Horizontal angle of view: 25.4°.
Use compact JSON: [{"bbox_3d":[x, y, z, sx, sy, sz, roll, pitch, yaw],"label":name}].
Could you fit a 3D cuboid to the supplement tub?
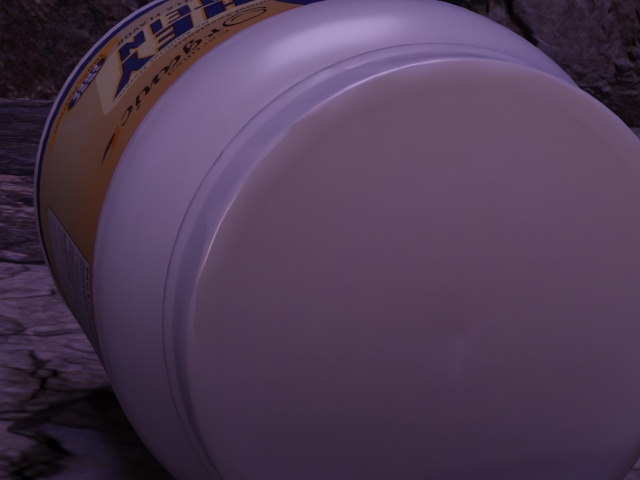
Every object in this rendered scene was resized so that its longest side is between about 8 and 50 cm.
[{"bbox_3d":[0.000,0.000,0.641,0.228,0.228,0.316,0,11,-18],"label":"supplement tub"}]
